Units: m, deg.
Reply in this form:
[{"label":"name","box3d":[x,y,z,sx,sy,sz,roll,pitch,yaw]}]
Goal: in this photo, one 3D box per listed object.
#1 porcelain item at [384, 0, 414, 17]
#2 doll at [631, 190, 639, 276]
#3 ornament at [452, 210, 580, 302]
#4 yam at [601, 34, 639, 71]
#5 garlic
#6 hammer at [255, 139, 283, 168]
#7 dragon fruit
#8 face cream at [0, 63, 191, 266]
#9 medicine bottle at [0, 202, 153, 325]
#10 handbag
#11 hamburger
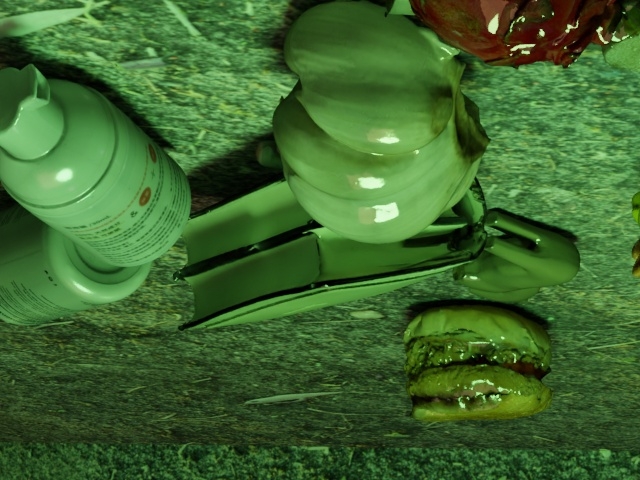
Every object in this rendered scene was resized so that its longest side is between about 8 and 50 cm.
[{"label":"porcelain item","box3d":[0.164,-0.207,1.434,0.213,0.054,0.084,5,165,-8]},{"label":"doll","box3d":[0.418,-0.035,1.849,0.135,0.143,0.221,39,147,-13]},{"label":"ornament","box3d":[0.238,0.034,2.226,0.244,0.061,0.230,20,159,-35]},{"label":"yam","box3d":[0.250,-0.201,1.304,0.084,0.127,0.084,0,165,0]},{"label":"garlic","box3d":[0.038,-0.099,1.613,0.203,0.185,0.281,19,172,23]},{"label":"hammer","box3d":[-0.041,-0.105,1.879,0.052,0.031,0.083,4,158,-12]},{"label":"dragon fruit","box3d":[0.138,-0.212,1.225,0.172,0.172,0.209,-15,125,48]},{"label":"face cream","box3d":[-0.263,-0.091,1.779,0.145,0.145,0.370,-1,162,17]},{"label":"medicine bottle","box3d":[-0.343,0.021,2.150,0.157,0.157,0.288,16,161,-34]},{"label":"handbag","box3d":[0.000,0.000,1.988,0.236,0.160,0.358,-1,171,-32]},{"label":"hamburger","box3d":[0.240,0.189,2.594,0.244,0.163,0.244,-3,167,-1]}]
